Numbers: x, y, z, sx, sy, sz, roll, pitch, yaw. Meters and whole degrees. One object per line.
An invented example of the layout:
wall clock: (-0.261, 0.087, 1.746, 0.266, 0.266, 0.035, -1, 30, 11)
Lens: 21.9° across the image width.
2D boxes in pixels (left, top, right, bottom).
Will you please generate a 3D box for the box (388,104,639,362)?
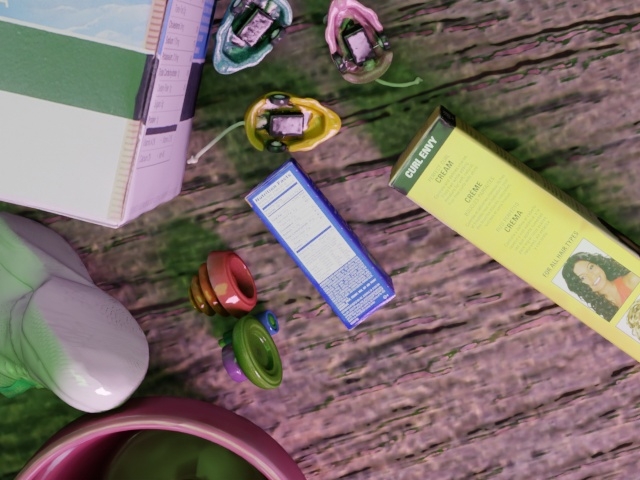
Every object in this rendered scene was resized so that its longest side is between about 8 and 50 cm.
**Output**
box: (0.153, 0.004, 1.061, 0.232, 0.087, 0.058, 35, 100, -3)

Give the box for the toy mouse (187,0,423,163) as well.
toy mouse: (-0.013, -0.129, 1.065, 0.161, 0.031, 0.143, -7, 114, -11)

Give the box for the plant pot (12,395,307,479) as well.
plant pot: (-0.095, 0.187, 1.046, 0.201, 0.180, 0.201, 0, 97, 2)

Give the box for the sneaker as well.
sneaker: (-0.174, 0.066, 1.037, 0.080, 0.212, 0.094, 23, 103, -32)

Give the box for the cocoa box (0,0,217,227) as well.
cocoa box: (-0.241, -0.163, 0.984, 0.347, 0.231, 0.228, 13, 97, 1)

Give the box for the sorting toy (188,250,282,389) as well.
sorting toy: (-0.059, 0.058, 1.091, 0.042, 0.061, 0.102, -25, 68, 19)

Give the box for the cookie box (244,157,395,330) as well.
cookie box: (0.000, 0.000, 1.064, 0.040, 0.092, 0.107, -38, 93, 3)
